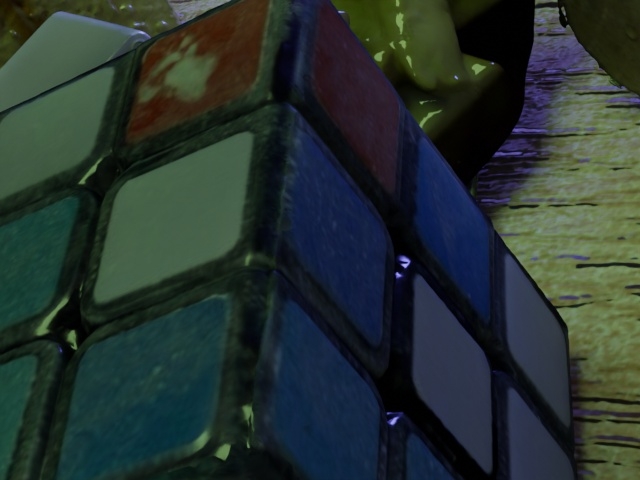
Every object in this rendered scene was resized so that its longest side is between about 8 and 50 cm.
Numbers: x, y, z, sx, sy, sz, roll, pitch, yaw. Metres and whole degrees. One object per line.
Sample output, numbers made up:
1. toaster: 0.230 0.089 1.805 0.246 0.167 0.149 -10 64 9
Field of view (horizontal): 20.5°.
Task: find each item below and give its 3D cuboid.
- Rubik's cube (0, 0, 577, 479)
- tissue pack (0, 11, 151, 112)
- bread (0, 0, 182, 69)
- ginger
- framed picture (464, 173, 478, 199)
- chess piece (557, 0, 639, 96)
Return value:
1. Rubik's cube: -0.072 0.128 0.994 0.359 0.363 0.362 -25 34 24
2. tissue pack: -0.226 -0.057 1.538 0.246 0.159 0.136 -49 36 -18
3. bread: -0.312 -0.236 1.759 0.263 0.236 0.198 -43 34 -7
4. ginger: -0.037 -0.134 1.359 0.413 0.211 0.358 -51 30 -13
5. framed picture: 0.000 0.000 1.366 0.293 0.018 0.231 -22 37 29
6. chess piece: 0.318 -0.227 1.280 0.301 0.137 0.137 -40 32 -22
